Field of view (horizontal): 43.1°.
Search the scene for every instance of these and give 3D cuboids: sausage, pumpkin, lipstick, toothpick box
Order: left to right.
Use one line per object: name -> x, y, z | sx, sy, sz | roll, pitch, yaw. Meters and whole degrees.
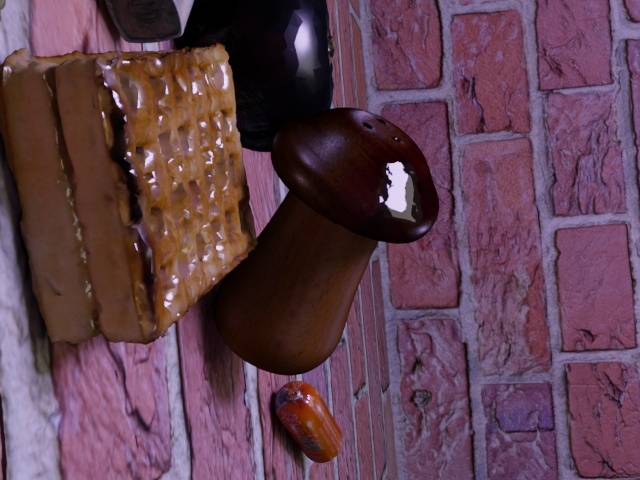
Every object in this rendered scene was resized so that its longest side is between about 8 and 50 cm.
lipstick -> -0.143, -0.289, 0.781 | 0.079, 0.078, 0.252 | 73, 16, -48
pumpkin -> -0.064, -0.221, 0.949 | 0.233, 0.163, 0.232 | -1, 90, -82
sausage -> -0.020, 0.268, 1.215 | 0.234, 0.071, 0.071 | 68, 21, -57
toothpick box -> 0.000, 0.000, 0.888 | 0.294, 0.192, 0.192 | -61, -175, 26

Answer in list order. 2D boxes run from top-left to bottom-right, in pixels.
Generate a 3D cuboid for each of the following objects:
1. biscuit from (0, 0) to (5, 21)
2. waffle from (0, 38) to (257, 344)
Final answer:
biscuit -> -0.224, -0.213, 0.492 | 0.139, 0.016, 0.231 | 63, 24, -61
waffle -> -0.140, -0.056, 0.672 | 0.308, 0.091, 0.212 | -60, 143, -74
